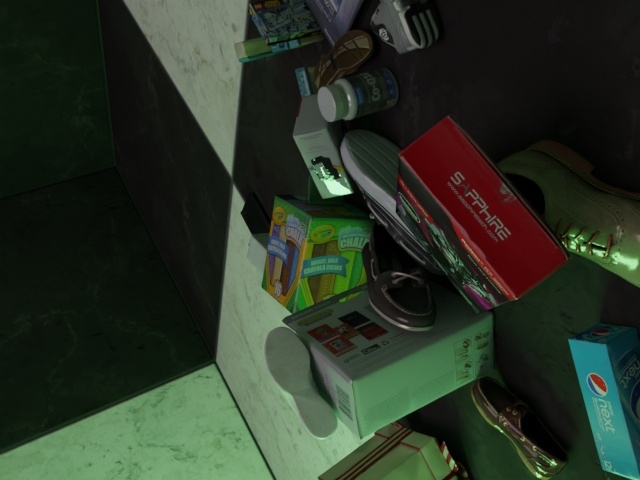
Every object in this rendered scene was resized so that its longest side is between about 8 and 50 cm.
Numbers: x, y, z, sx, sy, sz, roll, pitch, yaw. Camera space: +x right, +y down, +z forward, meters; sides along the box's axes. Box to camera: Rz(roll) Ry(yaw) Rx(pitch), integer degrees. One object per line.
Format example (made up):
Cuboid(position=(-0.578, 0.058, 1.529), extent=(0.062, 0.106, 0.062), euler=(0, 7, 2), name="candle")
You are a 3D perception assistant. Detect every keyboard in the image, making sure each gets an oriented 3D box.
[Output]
Cuboid(position=(-0.165, 0.024, 2.115), extent=(0.317, 0.033, 0.201), euler=(61, 148, 21), name="keyboard")

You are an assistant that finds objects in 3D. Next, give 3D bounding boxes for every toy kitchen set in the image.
Cuboid(position=(-0.081, -0.375, 1.512), extent=(0.207, 0.122, 0.166), euler=(16, 123, 61), name="toy kitchen set")

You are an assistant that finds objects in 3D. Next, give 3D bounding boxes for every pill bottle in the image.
Cuboid(position=(0.069, -0.267, 1.265), extent=(0.078, 0.137, 0.078), euler=(45, 146, 42), name="pill bottle")

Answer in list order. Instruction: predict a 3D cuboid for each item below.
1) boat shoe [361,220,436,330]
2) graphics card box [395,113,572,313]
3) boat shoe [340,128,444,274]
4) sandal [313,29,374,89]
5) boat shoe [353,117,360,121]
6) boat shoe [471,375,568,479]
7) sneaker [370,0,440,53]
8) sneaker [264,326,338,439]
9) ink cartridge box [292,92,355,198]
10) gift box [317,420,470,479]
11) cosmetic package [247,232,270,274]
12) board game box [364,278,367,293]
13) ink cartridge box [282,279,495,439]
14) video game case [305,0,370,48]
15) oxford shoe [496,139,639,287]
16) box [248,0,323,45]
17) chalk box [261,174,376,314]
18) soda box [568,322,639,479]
Cuboid(position=(0.141, 0.056, 1.311), extent=(0.335, 0.112, 0.095), euler=(-109, 21, -66), name="boat shoe")
Cuboid(position=(0.212, -0.016, 0.997), extent=(0.233, 0.094, 0.371), euler=(52, 180, 10), name="graphics card box")
Cuboid(position=(0.137, -0.068, 1.295), extent=(0.335, 0.121, 0.119), euler=(54, 147, 26), name="boat shoe")
Cuboid(position=(0.050, -0.350, 1.339), extent=(0.180, 0.049, 0.072), euler=(-30, 70, 52), name="sandal")
Cuboid(position=(0.045, -0.293, 1.410), extent=(0.125, 0.046, 0.038), euler=(48, 144, 23), name="boat shoe")
Cuboid(position=(0.354, 0.319, 1.212), extent=(0.207, 0.073, 0.073), euler=(48, 147, 26), name="boat shoe")
Cuboid(position=(0.108, -0.415, 1.135), extent=(0.132, 0.086, 0.229), euler=(-4, 106, 67), name="sneaker")
Cuboid(position=(-0.043, 0.260, 1.241), extent=(0.212, 0.080, 0.094), euler=(64, 168, 9), name="sneaker")
Cuboid(position=(0.014, -0.192, 1.388), extent=(0.175, 0.072, 0.127), euler=(63, -155, -42), name="ink cartridge box")
Cuboid(position=(0.177, 0.551, 1.526), extent=(0.255, 0.258, 0.276), euler=(-4, 113, 65), name="gift box")
Cuboid(position=(-0.098, 0.063, 1.883), extent=(0.231, 0.117, 0.085), euler=(42, 128, 44), name="cosmetic package")
Cuboid(position=(0.074, 0.147, 1.678), extent=(0.305, 0.053, 0.193), euler=(18, 123, 60), name="board game box")
Cuboid(position=(0.123, 0.194, 1.302), extent=(0.272, 0.309, 0.130), euler=(32, 136, 55), name="ink cartridge box")
Cuboid(position=(0.035, -0.509, 1.287), extent=(0.196, 0.026, 0.274), euler=(63, 156, 15), name="video game case")
Cuboid(position=(0.351, -0.007, 0.884), extent=(0.348, 0.130, 0.123), euler=(44, 145, 44), name="oxford shoe")
Cuboid(position=(-0.067, -0.454, 1.404), extent=(0.094, 0.137, 0.027), euler=(63, 155, 15), name="box")
Cuboid(position=(0.000, 0.000, 1.519), extent=(0.179, 0.180, 0.289), euler=(33, 118, 55), name="chalk box")
Cuboid(position=(0.429, 0.230, 0.984), extent=(0.071, 0.067, 0.210), euler=(-3, 107, 64), name="soda box")
